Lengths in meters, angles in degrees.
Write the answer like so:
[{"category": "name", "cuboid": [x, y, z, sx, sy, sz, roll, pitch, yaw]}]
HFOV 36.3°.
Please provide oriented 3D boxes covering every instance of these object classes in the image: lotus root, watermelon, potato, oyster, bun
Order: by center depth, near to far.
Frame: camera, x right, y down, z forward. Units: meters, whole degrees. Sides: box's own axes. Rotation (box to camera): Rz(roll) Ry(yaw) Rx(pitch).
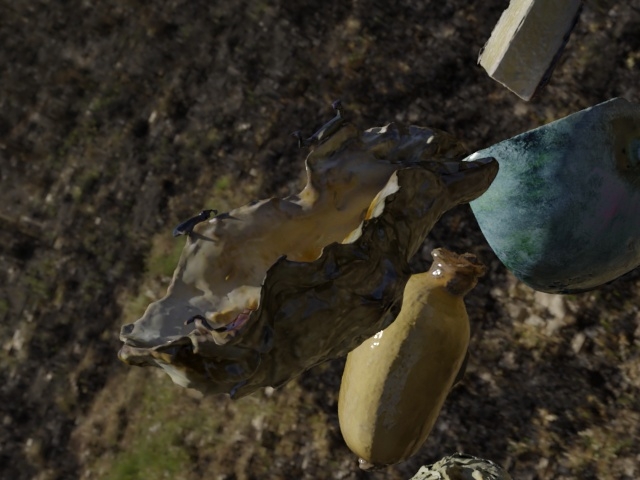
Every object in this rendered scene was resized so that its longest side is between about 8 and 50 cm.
[{"category": "oyster", "cuboid": [-0.005, 0.001, 0.740, 0.198, 0.133, 0.337, 9, 41, 42]}, {"category": "potato", "cuboid": [0.224, -0.220, 1.042, 0.122, 0.061, 0.086, -63, 15, 18]}, {"category": "watermelon", "cuboid": [0.326, -0.050, 1.075, 0.188, 0.322, 0.175, 69, 157, 5]}, {"category": "lotus root", "cuboid": [0.099, 0.147, 1.195, 0.146, 0.131, 0.303, -94, 25, -77]}, {"category": "bun", "cuboid": [0.282, 0.547, 2.044, 0.287, 0.287, 0.146, 38, 144, 57]}]

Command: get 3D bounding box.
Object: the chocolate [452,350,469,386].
[{"category": "chocolate", "cuboid": [0.182, 0.229, 1.707, 0.080, 0.149, 0.125, -35, 56, 54]}]
